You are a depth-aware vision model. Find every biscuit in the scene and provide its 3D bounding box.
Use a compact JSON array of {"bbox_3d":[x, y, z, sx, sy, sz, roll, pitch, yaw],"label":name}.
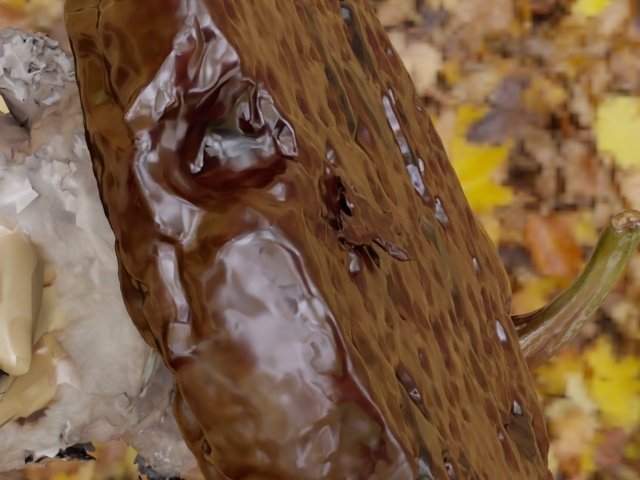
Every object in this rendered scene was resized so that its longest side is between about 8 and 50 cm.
[{"bbox_3d":[0.000,0.000,0.423,0.192,0.049,0.192,-20,90,-77],"label":"biscuit"}]

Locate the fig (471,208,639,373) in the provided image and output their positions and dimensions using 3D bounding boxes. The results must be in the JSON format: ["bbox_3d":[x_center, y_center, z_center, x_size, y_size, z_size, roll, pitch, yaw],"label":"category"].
[{"bbox_3d":[0.039,0.044,0.954,0.175,0.207,0.175,11,90,-85],"label":"fig"}]

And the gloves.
[{"bbox_3d":[-0.085,-0.002,0.476,0.094,0.144,0.110,-37,141,-21],"label":"gloves"}]
